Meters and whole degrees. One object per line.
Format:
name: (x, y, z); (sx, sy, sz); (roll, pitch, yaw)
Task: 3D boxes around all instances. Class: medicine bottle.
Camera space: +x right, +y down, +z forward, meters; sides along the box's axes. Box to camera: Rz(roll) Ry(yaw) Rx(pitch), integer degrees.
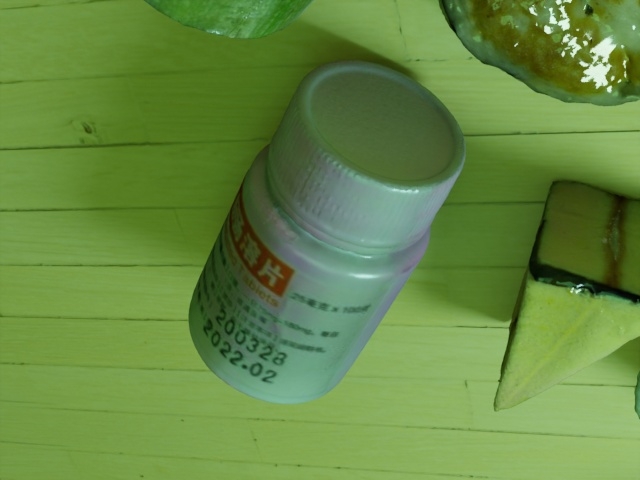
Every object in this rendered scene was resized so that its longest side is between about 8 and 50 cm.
medicine bottle: (0.000, 0.000, 1.406); (0.219, 0.219, 0.388); (26, 135, -3)

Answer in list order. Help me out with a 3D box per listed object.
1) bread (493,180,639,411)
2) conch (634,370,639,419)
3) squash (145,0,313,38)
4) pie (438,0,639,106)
bread: (0.305, 0.083, 1.412); (0.163, 0.168, 0.264); (14, 137, 8)
conch: (0.475, 0.178, 1.455); (0.172, 0.131, 0.200); (33, 123, 28)
squash: (-0.015, -0.390, 1.041); (0.263, 0.263, 0.384); (36, 132, -13)
pie: (0.272, -0.269, 1.170); (0.339, 0.077, 0.339); (8, 130, 9)
